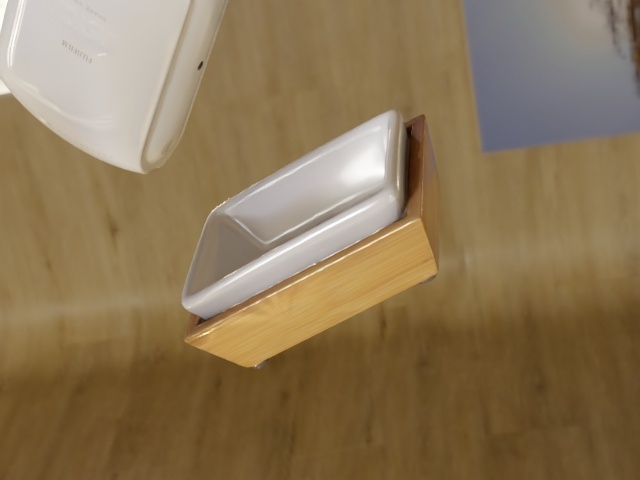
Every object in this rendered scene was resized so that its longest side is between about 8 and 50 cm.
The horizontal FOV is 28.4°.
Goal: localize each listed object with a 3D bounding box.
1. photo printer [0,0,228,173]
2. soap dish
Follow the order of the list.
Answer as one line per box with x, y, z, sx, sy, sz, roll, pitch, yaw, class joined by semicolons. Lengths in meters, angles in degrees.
-0.248;-0.245;1.474;0.256;0.308;0.107;34;-146;15;photo printer
0.000;0.000;1.368;0.290;0.118;0.229;-28;-155;20;soap dish
